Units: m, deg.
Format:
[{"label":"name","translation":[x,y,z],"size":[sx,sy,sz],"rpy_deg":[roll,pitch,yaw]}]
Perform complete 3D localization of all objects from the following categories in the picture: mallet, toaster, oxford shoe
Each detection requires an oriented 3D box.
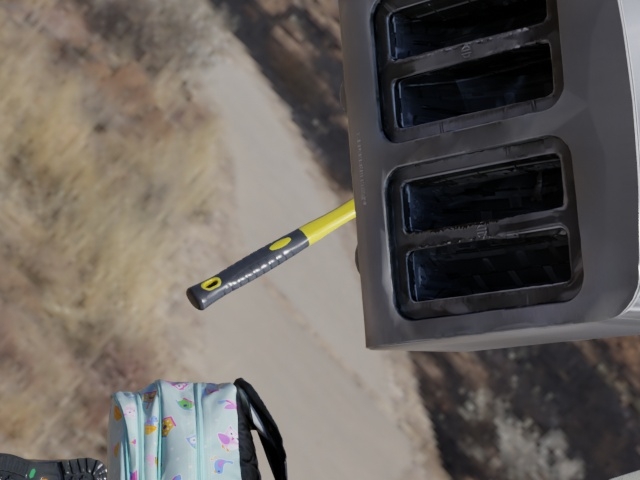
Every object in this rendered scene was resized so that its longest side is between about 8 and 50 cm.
[{"label":"mallet","translation":[0.000,0.000,0.991],"size":[0.062,0.189,0.039],"rpy_deg":[36,-33,28]},{"label":"toaster","translation":[0.098,-0.037,0.643],"size":[0.110,0.185,0.168],"rpy_deg":[1,82,-48]},{"label":"oxford shoe","translation":[-0.432,0.357,2.209],"size":[0.227,0.083,0.096],"rpy_deg":[6,-12,-17]}]

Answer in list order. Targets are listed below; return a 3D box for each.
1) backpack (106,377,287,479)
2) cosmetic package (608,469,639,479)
[{"label":"backpack","translation":[-0.088,0.178,1.019],"size":[0.115,0.152,0.182],"rpy_deg":[3,53,-15]},{"label":"cosmetic package","translation":[0.451,0.327,2.010],"size":[0.060,0.115,0.041],"rpy_deg":[37,37,-54]}]
